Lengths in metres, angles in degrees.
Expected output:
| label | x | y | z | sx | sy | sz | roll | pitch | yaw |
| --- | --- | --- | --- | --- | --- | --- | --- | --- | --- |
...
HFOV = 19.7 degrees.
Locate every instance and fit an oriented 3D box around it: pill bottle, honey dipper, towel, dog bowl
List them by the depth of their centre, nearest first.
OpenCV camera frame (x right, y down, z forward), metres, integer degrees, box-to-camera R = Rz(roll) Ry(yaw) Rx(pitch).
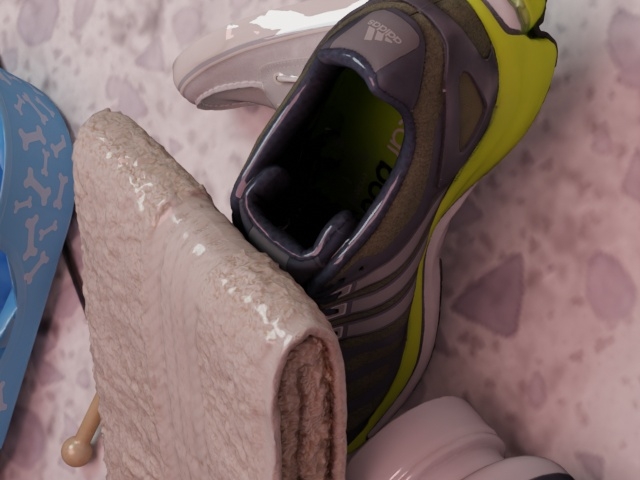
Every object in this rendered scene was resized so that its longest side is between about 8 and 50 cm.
| label | x | y | z | sx | sy | sz | roll | pitch | yaw |
| --- | --- | --- | --- | --- | --- | --- | --- | --- | --- |
| pill bottle | 0.089 | 0.159 | 0.820 | 0.180 | 0.108 | 0.108 | 50 | 117 | 29 |
| towel | -0.055 | 0.091 | 0.877 | 0.187 | 0.049 | 0.282 | 44 | 148 | 38 |
| honey dipper | -0.110 | 0.062 | 1.030 | 0.030 | 0.030 | 0.161 | 42 | 114 | 32 |
| dog bowl | -0.235 | 0.029 | 1.094 | 0.166 | 0.074 | 0.297 | 23 | 99 | 38 |

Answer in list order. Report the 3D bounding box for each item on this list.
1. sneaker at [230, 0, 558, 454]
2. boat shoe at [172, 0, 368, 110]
| label | x | y | z | sx | sy | sz | roll | pitch | yaw |
| --- | --- | --- | --- | --- | --- | --- | --- | --- | --- |
| sneaker | 0.000 | 0.000 | 0.858 | 0.111 | 0.121 | 0.300 | 35 | 126 | 23 |
| boat shoe | 0.004 | -0.083 | 0.931 | 0.184 | 0.066 | 0.063 | -11 | 81 | 28 |
